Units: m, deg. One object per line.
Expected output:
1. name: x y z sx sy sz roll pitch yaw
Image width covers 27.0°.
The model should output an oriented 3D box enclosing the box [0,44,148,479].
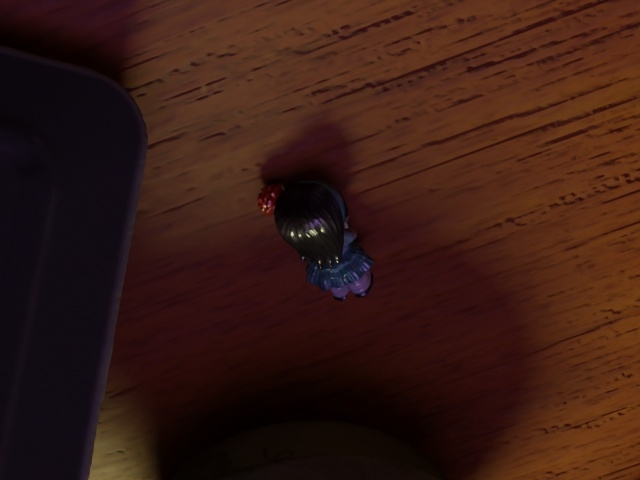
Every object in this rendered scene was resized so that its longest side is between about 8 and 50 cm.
1. box: -0.302 0.046 0.744 0.367 0.373 0.090 12 163 -16

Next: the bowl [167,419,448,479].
1. bowl: -0.014 0.258 1.029 0.307 0.163 0.307 -4 124 -6

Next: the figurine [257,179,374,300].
1. figurine: 0.000 0.000 0.926 0.060 0.047 0.106 5 142 33
